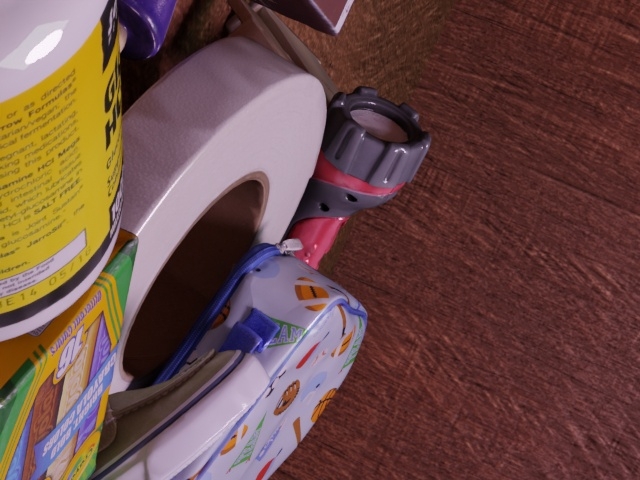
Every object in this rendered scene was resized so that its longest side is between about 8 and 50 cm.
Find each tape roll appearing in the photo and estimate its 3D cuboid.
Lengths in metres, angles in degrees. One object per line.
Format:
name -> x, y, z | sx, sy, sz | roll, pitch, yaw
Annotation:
tape roll -> -0.130, 0.013, 1.389 | 0.392, 0.072, 0.392 | -52, 166, -19

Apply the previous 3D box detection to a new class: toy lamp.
toy lamp -> -0.187, -0.109, 1.218 | 0.274, 0.080, 0.080 | -59, 169, -32

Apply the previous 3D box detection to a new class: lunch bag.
lunch bag -> -0.082, 0.139, 1.468 | 0.303, 0.115, 0.243 | -55, 166, 0

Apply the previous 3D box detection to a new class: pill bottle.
pill bottle -> -0.193, -0.098, 0.825 | 0.334, 0.188, 0.188 | 100, 17, -60

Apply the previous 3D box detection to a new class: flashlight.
flashlight -> 0.000, 0.000, 1.602 | 0.103, 0.103, 0.304 | -80, -166, -58

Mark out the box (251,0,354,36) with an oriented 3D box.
box -> -0.054, -0.267, 1.161 | 0.167, 0.203, 0.168 | 20, 94, -81

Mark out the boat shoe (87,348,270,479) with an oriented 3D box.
boat shoe -> -0.178, 0.163, 1.224 | 0.302, 0.094, 0.109 | -36, -179, -5

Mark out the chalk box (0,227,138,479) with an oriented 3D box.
chalk box -> -0.251, 0.115, 1.080 | 0.179, 0.180, 0.289 | -54, 164, -50

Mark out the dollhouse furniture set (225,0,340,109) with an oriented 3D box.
dollhouse furniture set -> -0.129, -0.081, 1.678 | 0.303, 0.198, 0.286 | -39, 144, 8
